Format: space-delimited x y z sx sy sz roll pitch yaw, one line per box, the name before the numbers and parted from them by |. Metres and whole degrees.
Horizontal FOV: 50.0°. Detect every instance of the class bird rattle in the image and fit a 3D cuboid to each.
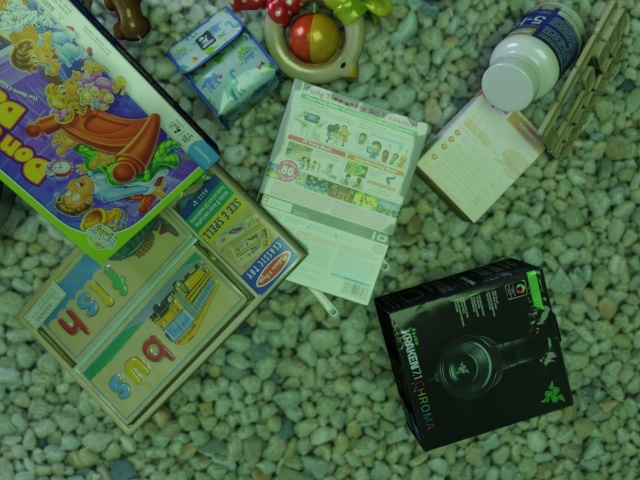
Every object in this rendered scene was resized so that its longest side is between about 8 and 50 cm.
bird rattle | -0.017 -0.351 1.082 0.254 0.143 0.206 0 110 -3

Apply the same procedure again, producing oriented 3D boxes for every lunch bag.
lunch bag | -0.153 -0.280 1.091 0.129 0.096 0.151 -38 84 -1

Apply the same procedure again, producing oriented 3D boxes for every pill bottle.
pill bottle | 0.335 -0.288 1.090 0.112 0.112 0.186 47 57 -8

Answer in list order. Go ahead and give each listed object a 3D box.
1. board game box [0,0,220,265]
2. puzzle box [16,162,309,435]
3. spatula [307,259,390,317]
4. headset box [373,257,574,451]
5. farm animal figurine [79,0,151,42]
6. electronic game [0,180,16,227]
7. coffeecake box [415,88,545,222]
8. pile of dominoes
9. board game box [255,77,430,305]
board game box | -0.339 -0.166 0.922 0.233 0.078 0.347 -41 113 6
puzzle box | -0.251 0.072 1.069 0.272 0.052 0.409 44 100 4
spatula | 0.000 0.000 1.168 0.168 0.019 0.242 -41 98 -2
headset box | 0.263 0.184 1.158 0.283 0.131 0.246 -15 98 -5
farm animal figurine | -0.409 -0.302 0.978 0.330 0.172 0.326 9 96 -23
electronic game | -0.542 -0.084 0.947 0.229 0.048 0.229 -7 106 -28
coffeecake box | 0.266 -0.145 1.157 0.142 0.068 0.185 44 90 -7
pile of dominoes | 0.423 -0.258 1.127 0.040 0.196 0.251 31 93 29
board game box | 0.016 -0.077 1.102 0.224 0.097 0.303 19 97 -4
